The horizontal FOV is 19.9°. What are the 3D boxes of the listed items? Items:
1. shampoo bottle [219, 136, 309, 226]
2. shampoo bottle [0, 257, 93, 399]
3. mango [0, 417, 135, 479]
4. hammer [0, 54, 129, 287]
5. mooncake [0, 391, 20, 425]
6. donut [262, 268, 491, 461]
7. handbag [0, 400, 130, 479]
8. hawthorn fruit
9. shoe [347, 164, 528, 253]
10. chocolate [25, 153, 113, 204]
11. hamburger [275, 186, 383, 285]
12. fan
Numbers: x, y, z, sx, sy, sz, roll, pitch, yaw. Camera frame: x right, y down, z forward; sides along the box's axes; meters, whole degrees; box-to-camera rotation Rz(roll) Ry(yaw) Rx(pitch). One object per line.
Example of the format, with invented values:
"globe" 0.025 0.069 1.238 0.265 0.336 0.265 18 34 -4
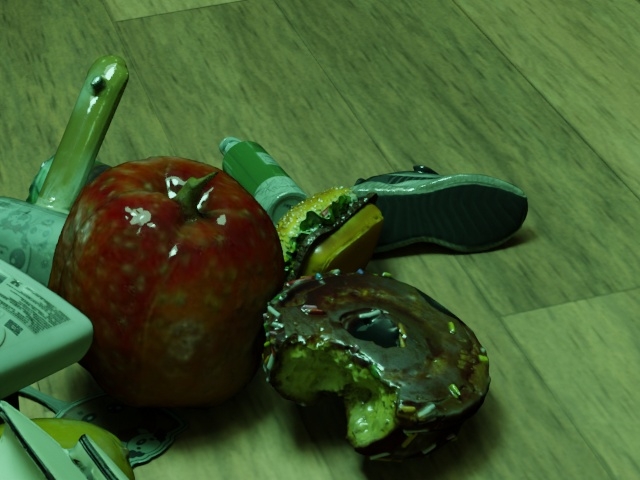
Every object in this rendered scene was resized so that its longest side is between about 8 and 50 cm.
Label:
"shampoo bottle" -0.074 -0.074 2.235 0.065 0.065 0.204 -15 31 -18
"shampoo bottle" -0.321 0.107 1.630 0.153 0.071 0.284 34 26 1
"mango" -0.284 0.226 1.614 0.251 0.156 0.114 2 54 -31
"hammer" -0.286 -0.073 2.074 0.202 0.113 0.305 16 78 28
"mooncake" -0.466 0.181 1.732 0.326 0.174 0.334 11 32 20
"donut" 0.050 0.122 1.791 0.230 0.096 0.216 23 30 7
"handbag" -0.151 0.300 1.424 0.160 0.237 0.358 -47 41 -3
"hawthorn fruit" -0.156 0.043 1.844 0.258 0.262 0.258 -13 21 5
"shoe" 0.126 -0.046 2.128 0.227 0.099 0.112 -4 22 1
"chocolate" -0.204 -0.020 2.121 0.291 0.110 0.110 19 37 32
"hamburger" 0.000 0.000 2.016 0.087 0.137 0.166 34 36 16
"fan" -0.243 0.180 1.862 0.220 0.009 0.132 19 35 33
